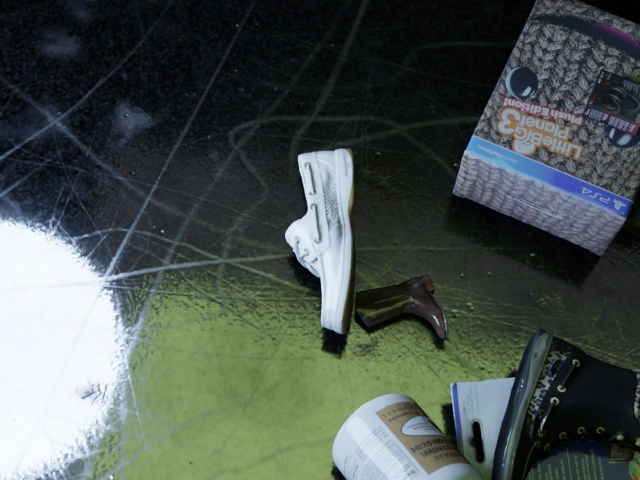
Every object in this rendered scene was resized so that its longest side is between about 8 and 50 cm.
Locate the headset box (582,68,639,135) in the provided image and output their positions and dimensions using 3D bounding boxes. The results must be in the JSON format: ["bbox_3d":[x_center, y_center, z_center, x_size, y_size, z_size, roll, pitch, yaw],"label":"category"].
[{"bbox_3d":[0.399,-0.182,1.493,0.083,0.032,0.062,23,70,10],"label":"headset box"}]

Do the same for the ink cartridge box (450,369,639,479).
[{"bbox_3d":[0.337,0.257,1.461,0.333,0.065,0.165,-2,69,-3],"label":"ink cartridge box"}]

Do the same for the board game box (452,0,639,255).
[{"bbox_3d":[0.353,-0.167,1.582,0.232,0.141,0.291,23,70,8],"label":"board game box"}]

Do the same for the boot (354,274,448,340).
[{"bbox_3d":[0.108,0.104,1.531,0.114,0.037,0.106,-15,57,-9],"label":"boot"}]

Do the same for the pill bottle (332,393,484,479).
[{"bbox_3d":[0.126,0.304,1.363,0.131,0.131,0.229,-33,48,-12],"label":"pill bottle"}]

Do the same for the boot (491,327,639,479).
[{"bbox_3d":[0.316,0.241,1.389,0.179,0.085,0.236,18,69,4],"label":"boot"}]

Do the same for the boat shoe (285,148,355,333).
[{"bbox_3d":[0.000,0.000,1.544,0.096,0.098,0.277,0,60,0],"label":"boat shoe"}]
